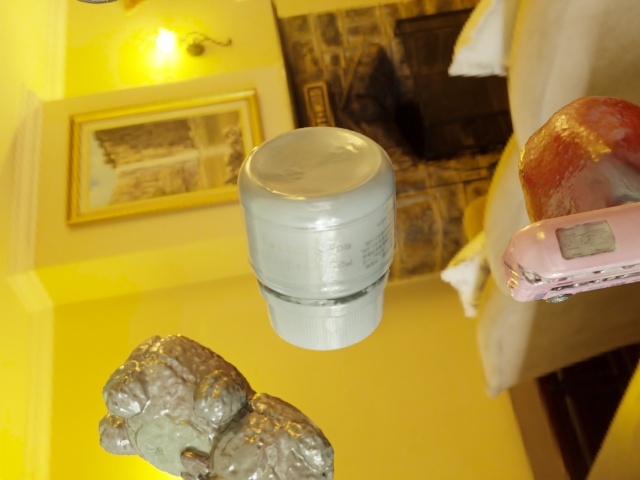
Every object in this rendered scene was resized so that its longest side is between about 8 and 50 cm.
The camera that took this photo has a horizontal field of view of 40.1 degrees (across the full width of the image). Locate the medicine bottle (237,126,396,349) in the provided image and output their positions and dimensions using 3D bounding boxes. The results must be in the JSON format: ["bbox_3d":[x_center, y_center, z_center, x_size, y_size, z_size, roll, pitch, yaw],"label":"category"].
[{"bbox_3d":[0.000,0.000,1.410,0.245,0.245,0.306,-101,6,-53],"label":"medicine bottle"}]

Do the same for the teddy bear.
[{"bbox_3d":[-0.115,0.219,0.971,0.267,0.151,0.236,37,140,14],"label":"teddy bear"}]

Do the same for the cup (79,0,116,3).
[{"bbox_3d":[-0.323,-0.441,1.157,0.279,0.196,0.196,43,-143,-81],"label":"cup"}]

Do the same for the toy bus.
[{"bbox_3d":[0.267,0.007,0.780,0.090,0.203,0.063,86,173,-71],"label":"toy bus"}]

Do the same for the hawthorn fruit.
[{"bbox_3d":[0.329,-0.057,1.011,0.251,0.189,0.189,-90,-7,-57],"label":"hawthorn fruit"}]
